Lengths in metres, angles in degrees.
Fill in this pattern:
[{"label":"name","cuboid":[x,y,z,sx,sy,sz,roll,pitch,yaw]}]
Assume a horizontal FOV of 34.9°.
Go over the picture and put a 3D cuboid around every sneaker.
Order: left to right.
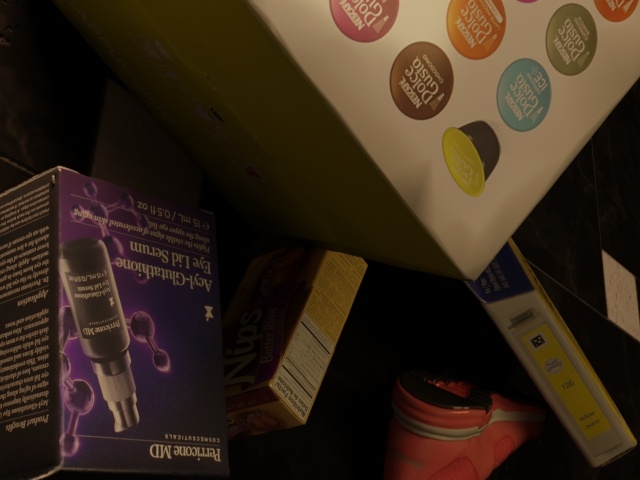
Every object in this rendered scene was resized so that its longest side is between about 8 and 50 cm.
[{"label":"sneaker","cuboid":[0.143,0.212,1.082,0.314,0.116,0.136,12,98,-59]}]

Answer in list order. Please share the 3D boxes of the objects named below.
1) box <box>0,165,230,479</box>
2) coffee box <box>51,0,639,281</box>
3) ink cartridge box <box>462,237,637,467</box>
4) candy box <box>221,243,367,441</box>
[{"label":"box","cuboid":[-0.157,0.073,0.725,0.153,0.108,0.207,16,62,-49]},{"label":"coffee box","cuboid":[0.027,-0.213,0.811,0.334,0.338,0.338,-48,117,-16]},{"label":"ink cartridge box","cuboid":[0.215,0.054,1.145,0.307,0.072,0.304,56,10,-22]},{"label":"candy box","cuboid":[-0.038,0.081,0.876,0.053,0.109,0.187,51,41,-24]}]
